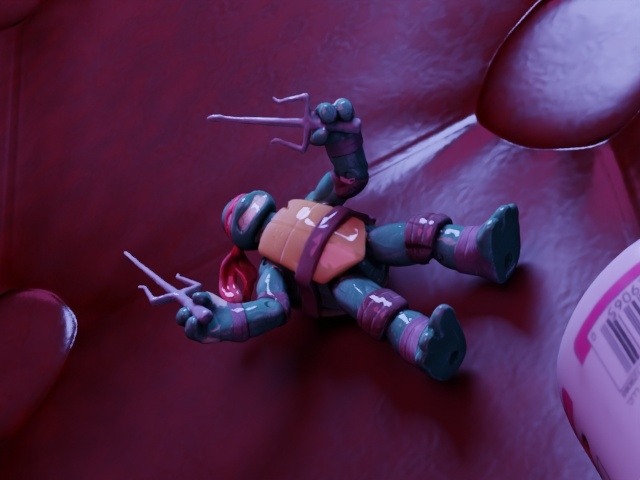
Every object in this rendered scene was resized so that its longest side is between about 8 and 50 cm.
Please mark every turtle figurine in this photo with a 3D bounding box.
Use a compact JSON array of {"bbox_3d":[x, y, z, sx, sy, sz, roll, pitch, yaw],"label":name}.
[{"bbox_3d":[0.000,0.000,0.933,0.234,0.118,0.175,19,85,30],"label":"turtle figurine"}]

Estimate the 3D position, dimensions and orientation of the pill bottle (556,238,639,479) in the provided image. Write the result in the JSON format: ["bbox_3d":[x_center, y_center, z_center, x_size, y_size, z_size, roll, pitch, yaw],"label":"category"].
[{"bbox_3d":[0.219,0.123,0.605,0.160,0.160,0.283,-36,38,11],"label":"pill bottle"}]
